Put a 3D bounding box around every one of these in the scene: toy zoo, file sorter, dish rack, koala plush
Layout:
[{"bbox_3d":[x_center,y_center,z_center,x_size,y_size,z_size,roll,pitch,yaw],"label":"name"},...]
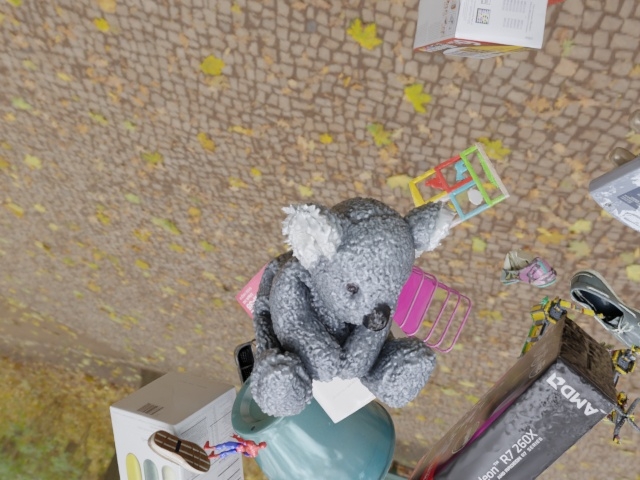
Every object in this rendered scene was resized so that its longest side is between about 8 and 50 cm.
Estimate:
[{"bbox_3d":[0.405,-0.147,1.832,0.293,0.192,0.030,-29,168,17],"label":"toy zoo"},{"bbox_3d":[0.287,0.193,1.766,0.290,0.202,0.182,28,175,-43],"label":"file sorter"},{"bbox_3d":[-0.058,0.295,1.355,0.074,0.271,0.208,0,104,64],"label":"dish rack"},{"bbox_3d":[0.026,0.040,0.608,0.196,0.203,0.221,-1,140,-18],"label":"koala plush"}]

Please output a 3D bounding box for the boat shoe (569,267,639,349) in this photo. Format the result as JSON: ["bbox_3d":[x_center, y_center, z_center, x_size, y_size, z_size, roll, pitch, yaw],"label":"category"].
[{"bbox_3d":[0.822,0.221,1.659,0.319,0.099,0.116,47,135,6],"label":"boat shoe"}]

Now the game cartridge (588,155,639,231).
[{"bbox_3d":[0.767,-0.086,1.327,0.297,0.062,0.198,26,157,-15],"label":"game cartridge"}]

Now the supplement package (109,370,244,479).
[{"bbox_3d":[-0.317,0.468,1.335,0.199,0.198,0.263,4,105,30],"label":"supplement package"}]

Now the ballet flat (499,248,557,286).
[{"bbox_3d":[0.452,0.058,1.318,0.221,0.076,0.079,149,97,-86],"label":"ballet flat"}]

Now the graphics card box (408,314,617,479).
[{"bbox_3d":[0.254,0.287,0.850,0.094,0.233,0.371,43,112,14],"label":"graphics card box"}]

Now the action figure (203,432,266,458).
[{"bbox_3d":[-0.144,0.356,1.019,0.115,0.030,0.038,-10,108,23],"label":"action figure"}]

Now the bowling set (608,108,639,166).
[{"bbox_3d":[0.798,-0.266,1.315,0.154,0.287,0.200,30,171,1],"label":"bowling set"}]

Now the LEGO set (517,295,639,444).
[{"bbox_3d":[0.635,0.282,1.385,0.331,0.255,0.192,43,157,-2],"label":"LEGO set"}]

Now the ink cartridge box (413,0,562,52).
[{"bbox_3d":[0.400,-0.513,1.405,0.271,0.130,0.309,4,-167,-8],"label":"ink cartridge box"}]

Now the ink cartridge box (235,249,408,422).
[{"bbox_3d":[0.017,0.151,1.064,0.117,0.207,0.283,-44,79,29],"label":"ink cartridge box"}]

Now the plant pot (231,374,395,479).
[{"bbox_3d":[-0.033,0.374,1.191,0.271,0.272,0.255,-14,129,45],"label":"plant pot"}]

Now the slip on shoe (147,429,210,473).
[{"bbox_3d":[-0.280,0.421,1.168,0.135,0.051,0.041,34,130,-20],"label":"slip on shoe"}]
